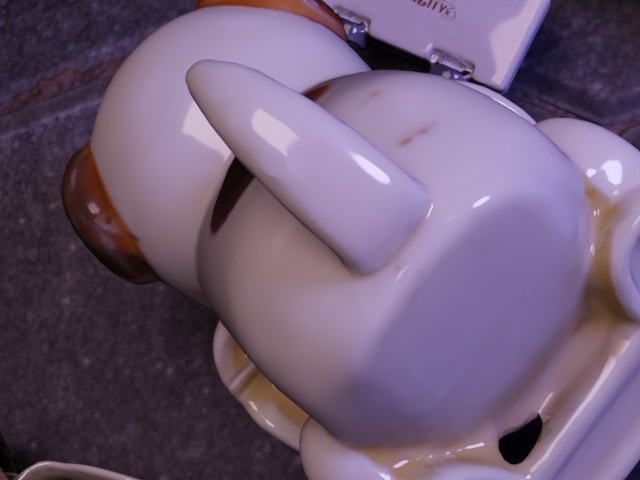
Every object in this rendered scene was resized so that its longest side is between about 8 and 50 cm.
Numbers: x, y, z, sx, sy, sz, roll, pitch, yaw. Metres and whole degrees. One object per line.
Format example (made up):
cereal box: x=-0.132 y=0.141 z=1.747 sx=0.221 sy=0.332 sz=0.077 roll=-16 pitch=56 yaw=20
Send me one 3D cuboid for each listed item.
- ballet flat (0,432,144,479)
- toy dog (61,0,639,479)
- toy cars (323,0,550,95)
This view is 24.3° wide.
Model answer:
ballet flat: x=-0.115 y=0.256 z=0.979 sx=0.483 sy=0.164 sz=0.182 roll=29 pitch=60 yaw=34
toy dog: x=0.000 y=0.000 z=0.906 sx=0.408 sy=0.395 sz=0.284 roll=38 pitch=100 yaw=51
toy cars: x=0.180 y=-0.200 z=1.090 sx=0.393 sy=0.087 sz=0.176 roll=-17 pitch=72 yaw=22
